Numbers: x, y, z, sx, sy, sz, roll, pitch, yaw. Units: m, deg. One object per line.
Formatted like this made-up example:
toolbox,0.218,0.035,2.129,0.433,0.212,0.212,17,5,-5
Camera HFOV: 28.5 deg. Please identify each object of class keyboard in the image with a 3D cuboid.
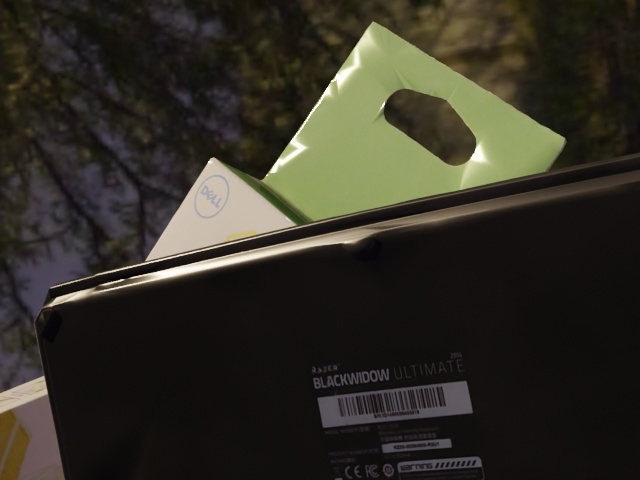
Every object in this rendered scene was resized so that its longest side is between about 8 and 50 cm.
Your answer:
keyboard,0.037,0.088,0.402,0.033,0.317,0.201,-10,-91,-54

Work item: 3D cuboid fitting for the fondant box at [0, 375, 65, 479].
fondant box,-0.247,0.256,1.191,0.096,0.330,0.238,-8,101,52

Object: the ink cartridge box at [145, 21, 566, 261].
ink cartridge box,0.000,0.000,0.693,0.056,0.235,0.171,23,-167,-49
